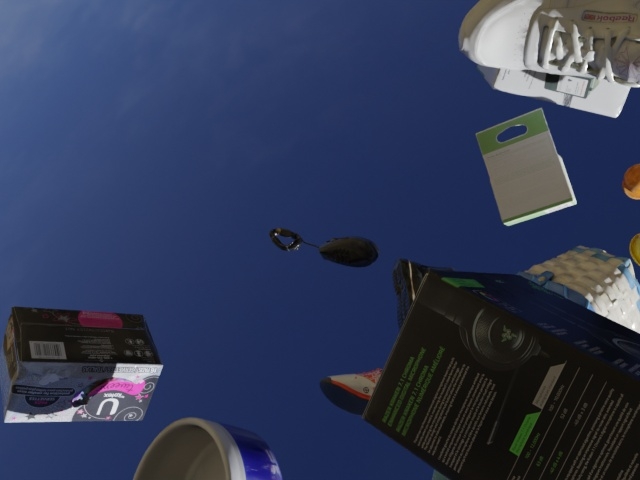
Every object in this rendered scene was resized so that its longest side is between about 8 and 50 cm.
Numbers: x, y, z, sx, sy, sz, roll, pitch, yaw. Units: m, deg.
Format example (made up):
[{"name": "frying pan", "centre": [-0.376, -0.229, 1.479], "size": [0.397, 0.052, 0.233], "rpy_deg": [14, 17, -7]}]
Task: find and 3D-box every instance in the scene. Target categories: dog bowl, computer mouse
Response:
[{"name": "dog bowl", "centre": [-0.176, 0.402, 0.988], "size": [0.265, 0.104, 0.265], "rpy_deg": [-25, -127, 39]}, {"name": "computer mouse", "centre": [0.000, 0.000, 1.210], "size": [0.242, 0.041, 0.071], "rpy_deg": [12, -144, 34]}]

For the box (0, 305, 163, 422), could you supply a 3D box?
[{"name": "box", "centre": [-0.441, 0.230, 1.228], "size": [0.163, 0.247, 0.142], "rpy_deg": [51, -55, 48]}]

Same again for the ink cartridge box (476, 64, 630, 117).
[{"name": "ink cartridge box", "centre": [0.522, -0.387, 1.510], "size": [0.211, 0.289, 0.122], "rpy_deg": [-87, -169, -64]}]

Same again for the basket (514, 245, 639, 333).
[{"name": "basket", "centre": [0.416, 0.167, 1.155], "size": [0.289, 0.255, 0.201], "rpy_deg": [-35, -158, -18]}]

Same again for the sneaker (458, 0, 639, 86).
[{"name": "sneaker", "centre": [0.313, -0.238, 0.756], "size": [0.305, 0.114, 0.152], "rpy_deg": [-5, -137, 3]}]

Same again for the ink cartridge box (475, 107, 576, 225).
[{"name": "ink cartridge box", "centre": [0.486, -0.172, 1.598], "size": [0.171, 0.056, 0.235], "rpy_deg": [-20, -103, 26]}]

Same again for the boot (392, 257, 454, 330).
[{"name": "boot", "centre": [0.232, 0.128, 1.398], "size": [0.077, 0.137, 0.198], "rpy_deg": [118, -25, -56]}]

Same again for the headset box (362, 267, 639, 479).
[{"name": "headset box", "centre": [0.207, 0.134, 0.535], "size": [0.283, 0.246, 0.131], "rpy_deg": [28, -78, 32]}]

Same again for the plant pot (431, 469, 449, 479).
[{"name": "plant pot", "centre": [0.305, 0.336, 0.955], "size": [0.252, 0.248, 0.247], "rpy_deg": [16, -86, 38]}]

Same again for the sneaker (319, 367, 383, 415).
[{"name": "sneaker", "centre": [0.137, 0.345, 1.613], "size": [0.270, 0.090, 0.145], "rpy_deg": [4, -145, 40]}]

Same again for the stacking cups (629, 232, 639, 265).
[{"name": "stacking cups", "centre": [0.617, -0.063, 1.109], "size": [0.096, 0.316, 0.096], "rpy_deg": [0, -124, 0]}]

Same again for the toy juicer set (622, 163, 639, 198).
[{"name": "toy juicer set", "centre": [0.722, -0.155, 1.249], "size": [0.329, 0.209, 0.090], "rpy_deg": [-28, -130, 49]}]
